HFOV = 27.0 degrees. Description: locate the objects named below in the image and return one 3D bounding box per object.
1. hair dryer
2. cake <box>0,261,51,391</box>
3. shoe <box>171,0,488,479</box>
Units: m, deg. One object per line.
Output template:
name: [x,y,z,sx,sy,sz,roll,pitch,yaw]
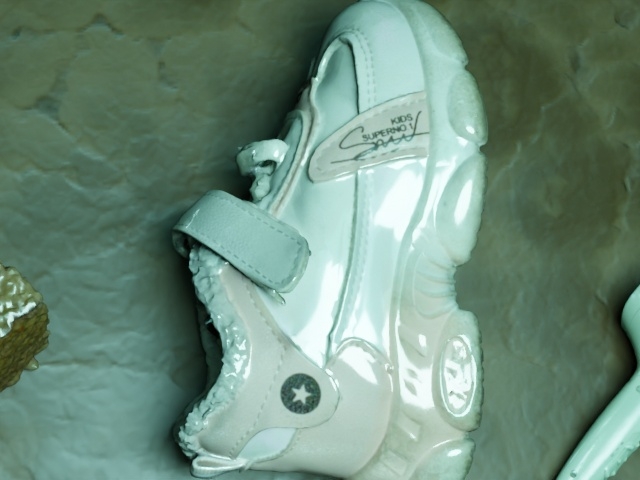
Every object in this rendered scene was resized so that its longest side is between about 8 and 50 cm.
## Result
hair dryer: [0.241,0.157,0.935,0.237,0.075,0.206,-41,56,-2]
cake: [-0.263,0.048,0.829,0.147,0.134,0.135,40,69,6]
shoe: [0.001,-0.002,0.883,0.198,0.172,0.351,2,72,-10]
